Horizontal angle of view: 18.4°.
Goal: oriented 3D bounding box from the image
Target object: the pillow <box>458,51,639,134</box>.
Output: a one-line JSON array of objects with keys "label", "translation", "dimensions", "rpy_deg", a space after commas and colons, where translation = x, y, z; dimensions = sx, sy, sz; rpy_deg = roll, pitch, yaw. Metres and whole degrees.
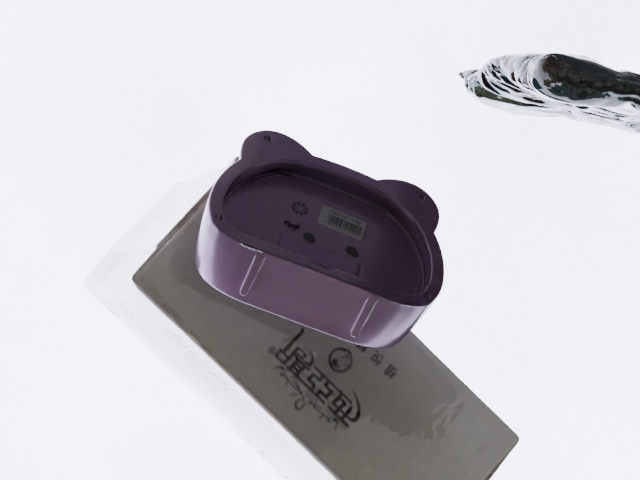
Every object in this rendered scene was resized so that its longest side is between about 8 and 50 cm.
[{"label": "pillow", "translation": [0.189, -0.078, 1.162], "dimensions": [0.189, 0.255, 0.034], "rpy_deg": [14, -89, -7]}]

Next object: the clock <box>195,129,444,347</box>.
[{"label": "clock", "translation": [0.000, 0.000, 1.231], "dimensions": [0.152, 0.050, 0.110], "rpy_deg": [21, -137, -7]}]

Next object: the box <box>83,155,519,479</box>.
[{"label": "box", "translation": [-0.020, 0.082, 1.383], "dimensions": [0.274, 0.203, 0.116], "rpy_deg": [45, -102, -9]}]
